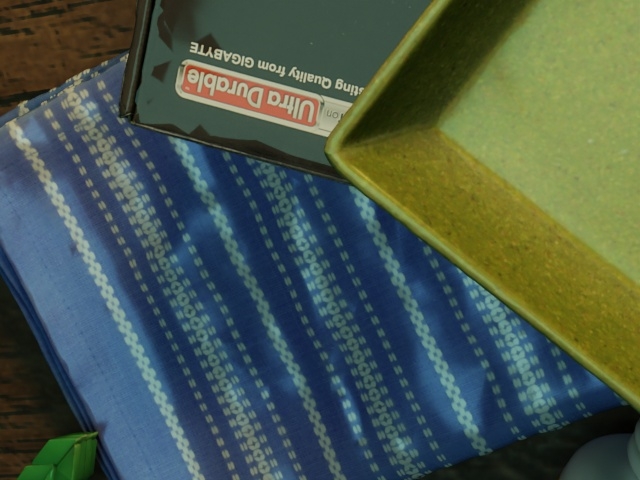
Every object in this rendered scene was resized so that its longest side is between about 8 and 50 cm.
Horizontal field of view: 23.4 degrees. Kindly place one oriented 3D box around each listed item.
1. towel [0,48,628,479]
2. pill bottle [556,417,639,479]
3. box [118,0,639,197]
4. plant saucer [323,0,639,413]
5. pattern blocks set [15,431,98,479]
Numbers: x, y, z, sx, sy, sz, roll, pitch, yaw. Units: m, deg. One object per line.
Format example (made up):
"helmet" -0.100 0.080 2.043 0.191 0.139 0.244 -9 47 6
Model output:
"towel" 0.000 0.000 0.702 0.336 0.040 0.243 -24 94 27
"pill bottle" 0.129 0.164 0.645 0.117 0.117 0.215 31 115 13
"box" 0.093 -0.150 0.574 0.295 0.073 0.293 17 105 11
"plant saucer" 0.130 -0.047 0.529 0.188 0.045 0.188 39 111 1
"pattern blocks set" -0.074 0.254 0.760 0.285 0.026 0.325 -36 78 38
